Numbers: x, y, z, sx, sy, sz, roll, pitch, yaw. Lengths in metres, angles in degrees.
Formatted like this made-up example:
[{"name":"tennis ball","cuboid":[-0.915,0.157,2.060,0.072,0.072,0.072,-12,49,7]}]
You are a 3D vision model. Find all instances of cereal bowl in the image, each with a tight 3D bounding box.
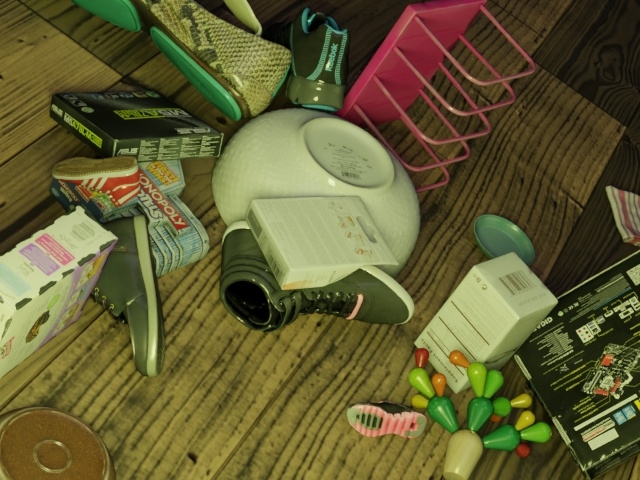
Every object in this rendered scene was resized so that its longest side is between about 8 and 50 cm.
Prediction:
[{"name":"cereal bowl","cuboid":[0.013,-0.087,1.999,0.339,0.141,0.339,20,39,-17]}]

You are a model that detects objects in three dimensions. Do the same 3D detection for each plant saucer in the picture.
[{"name":"plant saucer","cuboid":[0.307,0.006,2.202,0.119,0.021,0.119,19,40,-17]},{"name":"plant saucer","cuboid":[-0.311,0.254,1.489,0.168,0.029,0.168,19,41,-18]}]

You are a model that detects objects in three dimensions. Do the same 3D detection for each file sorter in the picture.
[{"name":"file sorter","cuboid":[0.188,-0.235,2.164,0.202,0.290,0.182,-18,63,-45]}]

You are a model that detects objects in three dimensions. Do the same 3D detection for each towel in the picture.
[{"name":"towel","cuboid":[0.641,-0.033,2.477,0.197,0.029,0.144,15,41,-22]}]

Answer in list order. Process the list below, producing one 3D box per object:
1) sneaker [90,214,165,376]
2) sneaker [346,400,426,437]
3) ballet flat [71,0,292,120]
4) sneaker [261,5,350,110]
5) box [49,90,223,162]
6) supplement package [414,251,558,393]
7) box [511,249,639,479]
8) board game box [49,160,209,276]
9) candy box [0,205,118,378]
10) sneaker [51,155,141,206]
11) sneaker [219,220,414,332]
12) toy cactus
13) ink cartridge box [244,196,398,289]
[{"name":"sneaker","cuboid":[-0.269,0.080,1.684,0.118,0.083,0.222,-10,66,-3]},{"name":"sneaker","cuboid":[0.085,0.240,1.783,0.119,0.047,0.057,13,20,-25]},{"name":"ballet flat","cuboid":[-0.250,-0.384,2.083,0.483,0.164,0.182,36,76,8]},{"name":"sneaker","cuboid":[-0.015,-0.325,2.174,0.125,0.139,0.341,8,20,-21]},{"name":"box","cuboid":[-0.272,-0.170,1.912,0.191,0.045,0.184,-7,28,-40]},{"name":"supplement package","cuboid":[0.241,0.121,1.902,0.105,0.179,0.105,-18,60,-45]},{"name":"box","cuboid":[0.468,0.168,1.929,0.257,0.322,0.079,60,3,30]},{"name":"board game box","cuboid":[-0.246,-0.047,1.835,0.194,0.060,0.194,47,40,16]},{"name":"candy box","cuboid":[-0.349,0.070,1.549,0.070,0.165,0.196,39,38,8]},{"name":"sneaker","cuboid":[-0.301,-0.078,1.756,0.118,0.067,0.042,-2,45,6]},{"name":"sneaker","cuboid":[-0.015,0.087,1.828,0.296,0.104,0.147,22,41,-5]},{"name":"toy cactus","cuboid":[0.208,0.258,1.819,0.219,0.112,0.180,31,56,-7]},{"name":"ink cartridge box","cuboid":[0.000,0.000,1.819,0.179,0.045,0.145,-1,45,-33]}]
